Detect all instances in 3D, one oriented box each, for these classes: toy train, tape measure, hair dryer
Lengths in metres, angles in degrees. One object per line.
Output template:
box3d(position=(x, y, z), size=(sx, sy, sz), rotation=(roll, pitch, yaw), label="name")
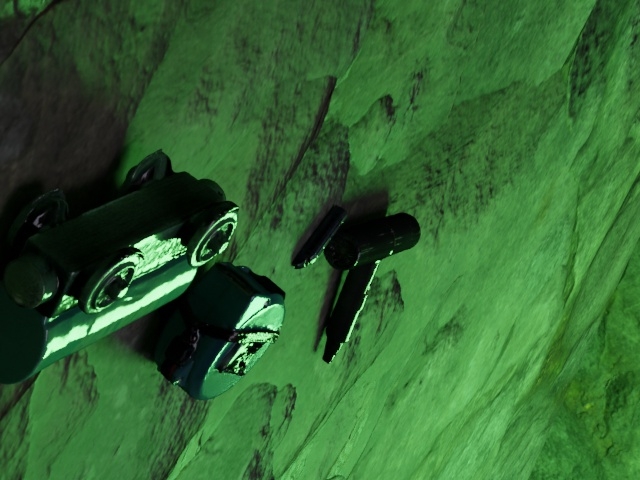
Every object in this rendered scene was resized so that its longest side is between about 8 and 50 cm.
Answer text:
box3d(position=(-0.164, 0.024, 1.261), size=(0.248, 0.101, 0.159), rotation=(-29, 156, -55), label="toy train")
box3d(position=(0.000, 0.000, 1.746), size=(0.083, 0.017, 0.017), rotation=(-54, 158, -22), label="toy train")
box3d(position=(-0.094, 0.084, 1.527), size=(0.125, 0.081, 0.146), rotation=(-54, 161, 8), label="tape measure")
box3d(position=(0.029, 0.063, 1.874), size=(0.173, 0.050, 0.195), rotation=(-12, 130, -62), label="hair dryer")
